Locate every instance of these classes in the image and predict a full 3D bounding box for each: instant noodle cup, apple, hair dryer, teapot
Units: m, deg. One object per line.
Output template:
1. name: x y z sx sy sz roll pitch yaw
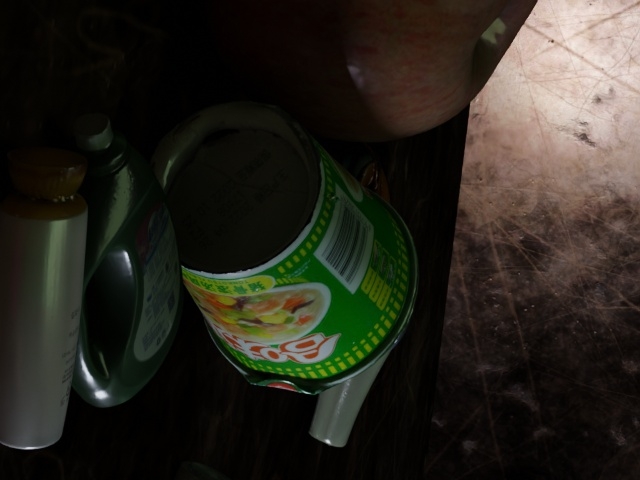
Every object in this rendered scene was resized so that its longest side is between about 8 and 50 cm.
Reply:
1. instant noodle cup: -0.038 0.001 1.188 0.233 0.207 0.207 55 45 -66
2. apple: 0.056 -0.235 1.218 0.345 0.269 0.345 11 90 -80
3. hair dryer: 0.020 0.159 1.916 0.298 0.119 0.296 -34 139 -53
4. teapot: -0.114 0.241 1.347 0.057 0.066 0.088 -61 -168 1

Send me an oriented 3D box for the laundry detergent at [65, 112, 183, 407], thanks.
1. laundry detergent: -0.142 0.009 0.965 0.211 0.063 0.137 88 22 -46

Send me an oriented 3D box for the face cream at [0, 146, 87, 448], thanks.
1. face cream: -0.171 0.035 0.868 0.072 0.051 0.182 -53 152 -71

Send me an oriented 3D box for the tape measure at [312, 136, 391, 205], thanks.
1. tape measure: 0.000 0.000 1.516 0.202 0.135 0.223 52 46 -62
